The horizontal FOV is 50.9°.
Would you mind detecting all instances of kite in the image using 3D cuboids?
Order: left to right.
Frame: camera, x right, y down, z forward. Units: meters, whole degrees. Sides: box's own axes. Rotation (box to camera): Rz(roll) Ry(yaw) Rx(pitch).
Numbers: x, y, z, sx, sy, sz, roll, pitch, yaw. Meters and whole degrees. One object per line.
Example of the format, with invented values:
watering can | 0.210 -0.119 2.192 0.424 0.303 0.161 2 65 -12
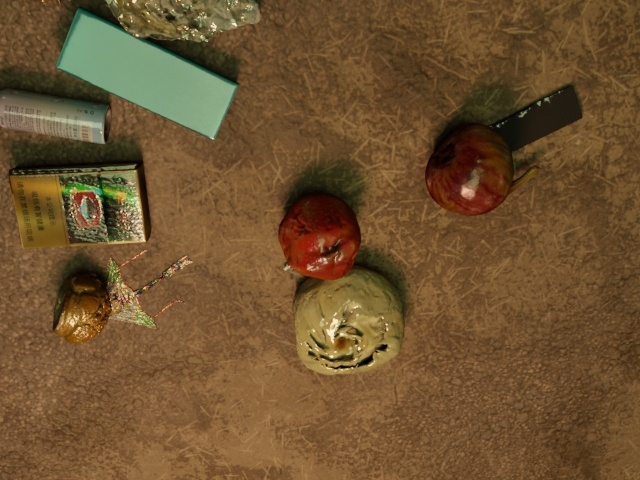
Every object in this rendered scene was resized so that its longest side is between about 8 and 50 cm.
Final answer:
kite | -0.370 0.105 1.406 0.244 0.006 0.198 -28 112 7

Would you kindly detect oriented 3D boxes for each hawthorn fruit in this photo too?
hawthorn fruit | -0.003 -0.002 1.307 0.173 0.179 0.173 0 138 0

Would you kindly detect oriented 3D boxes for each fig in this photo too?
fig | 0.311 -0.118 1.299 0.207 0.175 0.175 30 108 -32

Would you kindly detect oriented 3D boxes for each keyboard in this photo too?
keyboard | 0.419 -0.232 1.333 0.196 0.015 0.074 -27 116 7

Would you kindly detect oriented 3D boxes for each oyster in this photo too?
oyster | -0.227 -0.424 1.105 0.267 0.112 0.198 -26 121 -30

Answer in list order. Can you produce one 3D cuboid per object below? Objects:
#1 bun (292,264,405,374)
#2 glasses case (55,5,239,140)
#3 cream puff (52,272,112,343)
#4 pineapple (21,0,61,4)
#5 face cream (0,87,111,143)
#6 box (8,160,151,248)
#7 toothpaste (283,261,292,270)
bun | 0.062 0.179 1.401 0.259 0.152 0.259 -1 112 -3
glasses case | -0.306 -0.298 1.213 0.301 0.070 0.117 25 102 -13
cream puff | -0.473 0.138 1.342 0.103 0.144 0.126 19 132 -27
pineapple | -0.444 -0.444 0.978 0.223 0.357 0.223 -2 116 -5
face cream | -0.502 -0.229 1.216 0.229 0.075 0.075 9 112 -9
box | -0.456 -0.072 1.289 0.240 0.071 0.159 -4 110 -4
toothpaste | -0.042 0.037 1.401 0.083 0.019 0.027 -35 95 5
